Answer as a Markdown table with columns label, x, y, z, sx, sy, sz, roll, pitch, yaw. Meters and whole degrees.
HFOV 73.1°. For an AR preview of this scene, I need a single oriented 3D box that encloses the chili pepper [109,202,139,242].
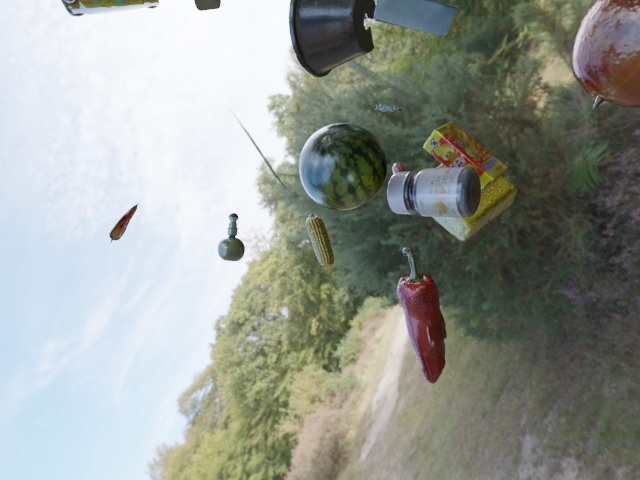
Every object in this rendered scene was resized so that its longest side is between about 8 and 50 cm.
| label | x | y | z | sx | sy | sz | roll | pitch | yaw |
| --- | --- | --- | --- | --- | --- | --- | --- | --- | --- |
| chili pepper | -0.727 | -0.069 | 1.595 | 0.045 | 0.027 | 0.178 | 37 | -97 | -43 |

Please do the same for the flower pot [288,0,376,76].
| label | x | y | z | sx | sy | sz | roll | pitch | yaw |
| --- | --- | --- | --- | --- | --- | --- | --- | --- | --- |
| flower pot | 0.069 | -0.855 | 1.713 | 0.379 | 0.251 | 0.378 | -25 | -59 | -53 |

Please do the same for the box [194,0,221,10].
| label | x | y | z | sx | sy | sz | roll | pitch | yaw |
| --- | --- | --- | --- | --- | --- | --- | --- | --- | --- |
| box | -0.390 | -0.847 | 1.455 | 0.031 | 0.091 | 0.125 | -85 | -12 | -45 |

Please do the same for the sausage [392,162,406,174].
| label | x | y | z | sx | sy | sz | roll | pitch | yaw |
| --- | --- | --- | --- | --- | --- | --- | --- | --- | --- |
| sausage | 0.364 | -0.317 | 1.990 | 0.094 | 0.059 | 0.054 | 63 | -169 | -52 |

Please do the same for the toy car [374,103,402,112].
| label | x | y | z | sx | sy | sz | roll | pitch | yaw |
| --- | --- | --- | --- | --- | --- | --- | --- | --- | --- |
| toy car | 0.310 | -0.594 | 1.948 | 0.059 | 0.122 | 0.035 | -25 | -47 | -58 |

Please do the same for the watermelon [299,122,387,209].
| label | x | y | z | sx | sy | sz | roll | pitch | yaw |
| --- | --- | --- | --- | --- | --- | --- | --- | --- | --- |
| watermelon | 0.073 | -0.237 | 1.398 | 0.285 | 0.285 | 0.285 | -58 | -10 | -16 |

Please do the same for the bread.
| label | x | y | z | sx | sy | sz | roll | pitch | yaw |
| --- | --- | --- | --- | --- | --- | --- | --- | --- | --- |
| bread | 0.628 | -0.201 | 1.892 | 0.324 | 0.333 | 0.143 | -33 | -30 | -13 |

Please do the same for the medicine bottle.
| label | x | y | z | sx | sy | sz | roll | pitch | yaw |
| --- | --- | --- | --- | --- | --- | --- | --- | --- | --- |
| medicine bottle | 0.379 | -0.161 | 1.452 | 0.165 | 0.274 | 0.164 | -4 | -84 | -51 |

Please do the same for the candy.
| label | x | y | z | sx | sy | sz | roll | pitch | yaw |
| --- | --- | --- | --- | --- | --- | --- | --- | --- | --- |
| candy | 0.527 | -0.305 | 1.576 | 0.146 | 0.276 | 0.088 | -31 | -18 | -41 |

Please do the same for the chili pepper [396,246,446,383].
| label | x | y | z | sx | sy | sz | roll | pitch | yaw |
| --- | --- | --- | --- | --- | --- | --- | --- | --- | --- |
| chili pepper | 0.279 | 0.209 | 1.186 | 0.110 | 0.110 | 0.386 | -37 | -64 | -67 |

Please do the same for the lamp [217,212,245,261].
| label | x | y | z | sx | sy | sz | roll | pitch | yaw |
| --- | --- | --- | --- | --- | --- | --- | --- | --- | --- |
| lamp | -0.294 | -0.012 | 1.442 | 0.091 | 0.091 | 0.163 | 21 | -108 | -81 |

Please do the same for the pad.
| label | x | y | z | sx | sy | sz | roll | pitch | yaw |
| --- | --- | --- | --- | --- | --- | --- | --- | --- | --- |
| pad | -0.271 | -0.397 | 1.917 | 0.007 | 0.367 | 0.247 | -35 | -9 | 2 |

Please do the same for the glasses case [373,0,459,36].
| label | x | y | z | sx | sy | sz | roll | pitch | yaw |
| --- | --- | --- | --- | --- | --- | --- | --- | --- | --- |
| glasses case | 0.316 | -0.767 | 1.448 | 0.105 | 0.267 | 0.056 | 111 | 158 | -45 |

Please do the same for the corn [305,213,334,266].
| label | x | y | z | sx | sy | sz | roll | pitch | yaw |
| --- | --- | --- | --- | --- | --- | --- | --- | --- | --- |
| corn | 0.000 | 0.000 | 1.834 | 0.080 | 0.237 | 0.080 | -19 | 8 | 3 |

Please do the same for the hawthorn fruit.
| label | x | y | z | sx | sy | sz | roll | pitch | yaw |
| --- | --- | --- | --- | --- | --- | --- | --- | --- | --- |
| hawthorn fruit | 0.967 | -0.586 | 1.325 | 0.402 | 0.403 | 0.402 | -58 | -10 | -16 |

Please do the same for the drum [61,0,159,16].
| label | x | y | z | sx | sy | sz | roll | pitch | yaw |
| --- | --- | --- | --- | --- | --- | --- | --- | --- | --- |
| drum | -0.519 | -0.730 | 0.955 | 0.214 | 0.430 | 0.431 | -16 | -25 | -15 |
